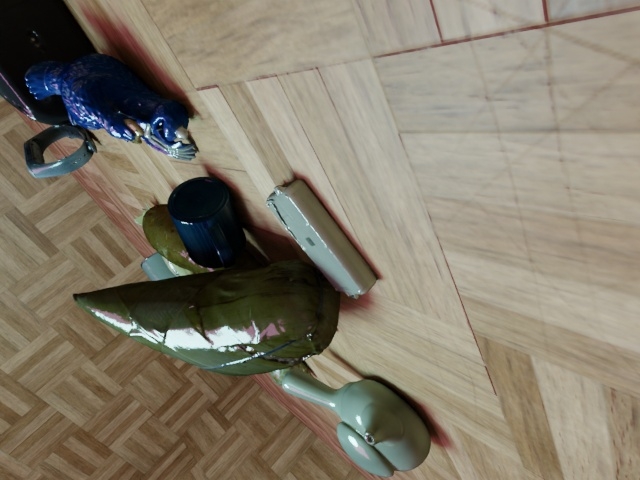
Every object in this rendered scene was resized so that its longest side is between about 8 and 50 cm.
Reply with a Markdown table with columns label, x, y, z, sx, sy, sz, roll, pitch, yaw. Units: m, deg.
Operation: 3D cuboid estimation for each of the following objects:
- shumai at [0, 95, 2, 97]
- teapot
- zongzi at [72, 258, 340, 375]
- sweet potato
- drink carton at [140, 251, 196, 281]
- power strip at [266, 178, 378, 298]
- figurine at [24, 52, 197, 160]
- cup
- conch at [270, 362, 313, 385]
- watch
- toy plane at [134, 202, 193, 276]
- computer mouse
| label | x | y | z | sx | sy | sz | roll | pitch | yaw |
| --- | --- | --- | --- | --- | --- | --- | --- | --- | --- |
| shumai | -0.741 | -0.434 | 0.918 | 0.346 | 0.217 | 0.283 | 50 | 157 | -17 |
| teapot | 0.080 | 0.380 | 0.942 | 0.318 | 0.149 | 0.219 | 14 | 140 | 51 |
| zongzi | -0.188 | 0.108 | 0.716 | 0.393 | 0.174 | 0.356 | 21 | 149 | -24 |
| sweet potato | -0.242 | 0.027 | 0.959 | 0.423 | 0.130 | 0.130 | 27 | 153 | 18 |
| drink carton | -0.538 | 0.128 | 1.599 | 0.189 | 0.186 | 0.191 | 56 | 160 | 5 |
| power strip | 0.000 | 0.000 | 0.589 | 0.192 | 0.035 | 0.081 | 52 | 158 | -14 |
| figurine | -0.307 | -0.217 | 0.672 | 0.263 | 0.120 | 0.164 | 21 | -179 | 4 |
| cup | -0.190 | -0.026 | 0.786 | 0.150 | 0.113 | 0.138 | 26 | 150 | 19 |
| conch | -0.111 | 0.391 | 1.368 | 0.172 | 0.106 | 0.116 | 61 | -177 | 12 |
| watch | -0.773 | -0.276 | 1.295 | 0.206 | 0.193 | 0.068 | 57 | 167 | 36 |
| toy plane | -0.461 | 0.005 | 1.320 | 0.256 | 0.104 | 0.242 | 52 | 154 | -15 |
| computer mouse | -0.487 | -0.325 | 0.712 | 0.100 | 0.170 | 0.269 | 8 | 136 | 35 |
